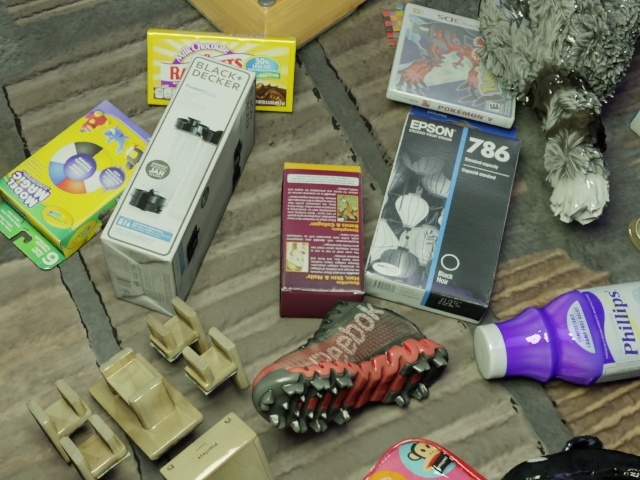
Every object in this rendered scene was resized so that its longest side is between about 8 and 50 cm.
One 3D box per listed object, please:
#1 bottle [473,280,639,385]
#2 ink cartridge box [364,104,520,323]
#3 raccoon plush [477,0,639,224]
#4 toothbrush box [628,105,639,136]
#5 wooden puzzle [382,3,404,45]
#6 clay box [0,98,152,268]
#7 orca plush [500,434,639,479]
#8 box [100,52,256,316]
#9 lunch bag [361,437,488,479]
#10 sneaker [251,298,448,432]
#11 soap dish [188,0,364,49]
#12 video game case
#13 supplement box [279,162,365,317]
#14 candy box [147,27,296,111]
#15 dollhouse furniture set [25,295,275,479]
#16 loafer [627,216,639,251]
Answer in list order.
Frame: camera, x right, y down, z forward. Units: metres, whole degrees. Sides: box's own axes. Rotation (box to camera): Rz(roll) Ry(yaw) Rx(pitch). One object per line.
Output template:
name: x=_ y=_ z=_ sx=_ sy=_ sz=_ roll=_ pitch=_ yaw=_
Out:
bottle: x=0.334 y=0.118 z=1.201 sx=0.282 sy=0.092 sz=0.118 roll=-7 pitch=63 yaw=-8
ink cartridge box: x=0.170 y=-0.062 z=1.305 sx=0.165 sy=0.065 sz=0.333 roll=14 pitch=60 yaw=3
raccoon plush: x=0.400 y=-0.243 z=1.362 sx=0.299 sy=0.216 sz=0.447 roll=-2 pitch=88 yaw=-29
toothbrush box: x=0.631 y=-0.197 z=1.380 sx=0.295 sy=0.126 sz=0.216 roll=-35 pitch=70 yaw=-20
wooden puzzle: x=0.123 y=-0.330 z=1.479 sx=0.049 sy=0.006 sz=0.083 roll=-5 pitch=62 yaw=-7
clay box: x=-0.320 y=-0.075 z=1.275 sx=0.127 sy=0.053 sz=0.222 roll=39 pitch=64 yaw=16
orca plush: x=0.356 y=0.298 z=1.099 sx=0.287 sy=0.102 sz=0.151 roll=21 pitch=62 yaw=7
box: x=-0.169 y=-0.070 z=1.220 sx=0.087 sy=0.169 sz=0.290 roll=17 pitch=60 yaw=5
lunch bag: x=0.105 y=0.382 z=0.998 sx=0.258 sy=0.120 sz=0.293 roll=35 pitch=71 yaw=25
sneaker: x=0.019 y=0.138 z=1.129 sx=0.276 sy=0.098 sz=0.135 roll=-8 pitch=47 yaw=-40
soap dish: x=-0.093 y=-0.418 z=1.445 sx=0.229 sy=0.118 sz=0.291 roll=-38 pitch=69 yaw=-22
video game case: x=0.199 y=-0.260 z=1.415 sx=0.183 sy=0.023 sz=0.201 roll=14 pitch=52 yaw=0
supplement box: x=0.000 y=0.000 z=1.245 sx=0.104 sy=0.081 sz=0.188 roll=2 pitch=61 yaw=-4
candy box: x=-0.139 y=-0.237 z=1.354 sx=0.205 sy=0.105 sz=0.027 roll=2 pitch=23 yaw=-3
dollhouse furniture set: x=-0.165 y=0.227 z=1.101 sx=0.212 sy=0.161 sz=0.242 roll=-37 pitch=48 yaw=-22
loafer: x=0.482 y=0.012 z=1.296 sx=0.148 sy=0.050 sz=0.056 roll=37 pitch=64 yaw=14
